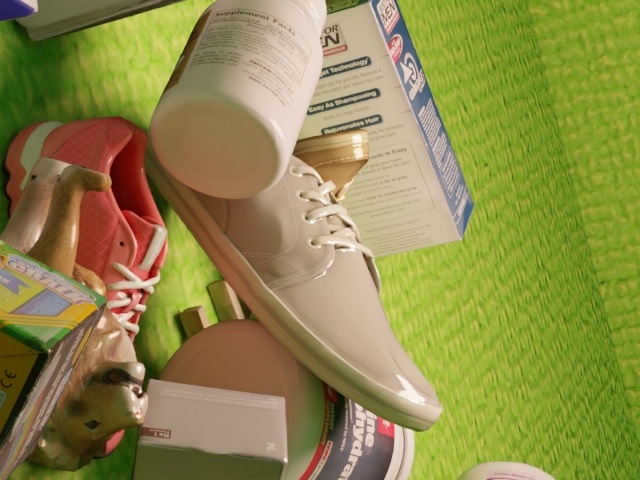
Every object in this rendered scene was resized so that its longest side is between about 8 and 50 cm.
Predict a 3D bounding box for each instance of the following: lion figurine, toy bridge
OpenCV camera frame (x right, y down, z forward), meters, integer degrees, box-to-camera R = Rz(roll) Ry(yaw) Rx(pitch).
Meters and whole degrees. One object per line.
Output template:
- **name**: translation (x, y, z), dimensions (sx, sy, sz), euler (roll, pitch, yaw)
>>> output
- **lion figurine**: translation (-0.288, 0.032, 1.036), dimensions (0.392, 0.142, 0.240), euler (20, 88, -39)
- **toy bridge**: translation (-0.103, 0.074, 1.533), dimensions (0.188, 0.026, 0.063), euler (-47, 122, -62)

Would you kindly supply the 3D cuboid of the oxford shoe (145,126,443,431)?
- **oxford shoe**: translation (-0.022, 0.004, 1.351), dimensions (0.449, 0.130, 0.169), euler (50, 11, 31)

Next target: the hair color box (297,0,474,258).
- **hair color box**: translation (0.062, -0.153, 1.814), dimensions (0.347, 0.174, 0.105), euler (67, 26, -23)

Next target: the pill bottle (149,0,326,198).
- **pill bottle**: translation (-0.068, -0.159, 1.308), dimensions (0.131, 0.131, 0.229), euler (59, 33, -35)

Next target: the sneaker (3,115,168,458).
- **sneaker**: translation (-0.198, 0.033, 1.219), dimensions (0.116, 0.136, 0.313), euler (11, 69, -62)

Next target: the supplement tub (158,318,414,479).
- **supplement tub**: translation (-0.032, 0.198, 1.428), dimensions (0.272, 0.191, 0.191), euler (30, 53, -58)

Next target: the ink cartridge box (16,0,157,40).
- **ink cartridge box**: translation (-0.180, -0.386, 1.416), dimensions (0.395, 0.166, 0.285), euler (-39, 114, -62)

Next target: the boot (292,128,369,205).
- **boot**: translation (0.000, 0.000, 1.513), dimensions (0.095, 0.262, 0.203), euler (-6, 77, -25)

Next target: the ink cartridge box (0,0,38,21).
- **ink cartridge box**: translation (-0.321, -0.301, 0.931), dimensions (0.395, 0.151, 0.269), euler (22, 62, -70)

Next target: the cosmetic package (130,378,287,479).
- **cosmetic package**: translation (-0.107, 0.246, 1.184), dimensions (0.107, 0.127, 0.238), euler (-95, -164, -65)

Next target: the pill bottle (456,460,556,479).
- **pill bottle**: translation (0.256, 0.476, 1.936), dimensions (0.169, 0.169, 0.301), euler (57, 32, -37)

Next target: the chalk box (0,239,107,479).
- **chalk box**: translation (-0.234, 0.073, 0.899), dimensions (0.132, 0.132, 0.213), euler (-62, -179, 8)
